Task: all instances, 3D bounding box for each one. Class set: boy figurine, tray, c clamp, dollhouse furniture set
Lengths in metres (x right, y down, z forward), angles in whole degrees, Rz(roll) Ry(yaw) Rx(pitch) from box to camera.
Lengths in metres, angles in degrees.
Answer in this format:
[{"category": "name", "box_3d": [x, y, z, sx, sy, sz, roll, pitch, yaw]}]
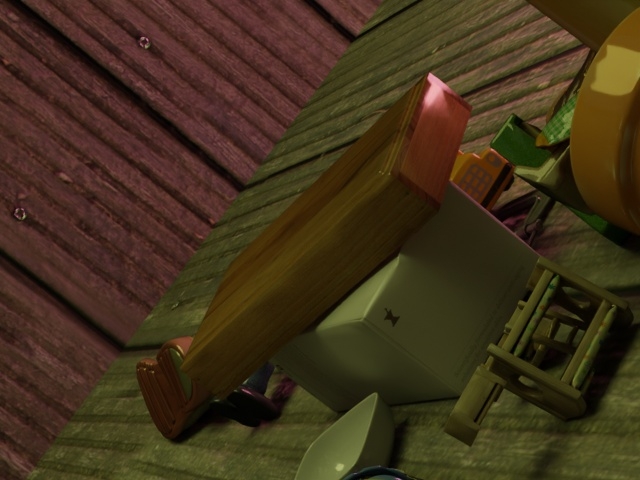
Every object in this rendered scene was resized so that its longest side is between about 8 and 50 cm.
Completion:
[{"category": "boy figurine", "box_3d": [-0.080, 0.127, 2.217, 0.177, 0.092, 0.285, -36, 30, 52]}, {"category": "tray", "box_3d": [0.000, 0.000, 1.741, 0.411, 0.076, 0.203, -42, 17, 38]}, {"category": "c clamp", "box_3d": [0.225, -0.013, 1.818, 0.137, 0.022, 0.160, -56, 14, -23]}, {"category": "dollhouse furniture set", "box_3d": [0.255, -0.134, 1.421, 0.197, 0.151, 0.301, -51, -24, 8]}, {"category": "dollhouse furniture set", "box_3d": [0.194, 0.141, 1.403, 0.182, 0.101, 0.161, -57, -11, -25]}]

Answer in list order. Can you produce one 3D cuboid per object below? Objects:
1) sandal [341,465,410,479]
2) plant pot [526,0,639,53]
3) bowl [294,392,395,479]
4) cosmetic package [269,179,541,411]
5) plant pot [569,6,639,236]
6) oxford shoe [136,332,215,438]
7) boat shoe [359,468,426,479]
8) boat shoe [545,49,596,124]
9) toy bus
[{"category": "sandal", "box_3d": [-0.008, 0.317, 1.460, 0.317, 0.126, 0.138, -35, 1, 23]}, {"category": "plant pot", "box_3d": [0.333, -0.305, 1.645, 0.254, 0.239, 0.254, -158, 90, -80]}, {"category": "bowl", "box_3d": [0.029, 0.251, 1.675, 0.142, 0.053, 0.142, -43, 15, 33]}, {"category": "cosmetic package", "box_3d": [0.077, 0.076, 1.777, 0.197, 0.155, 0.365, -56, 14, -19]}, {"category": "plant pot", "box_3d": [0.334, -0.076, 1.192, 0.205, 0.205, 0.188, -52, 40, -5]}, {"category": "oxford shoe", "box_3d": [-0.200, 0.228, 2.480, 0.146, 0.140, 0.397, -22, -5, -23]}, {"category": "boat shoe", "box_3d": [0.075, 0.252, 1.537, 0.046, 0.038, 0.125, -54, 13, -15]}, {"category": "boat shoe", "box_3d": [0.352, -0.204, 1.823, 0.207, 0.073, 0.073, -59, 15, -5]}, {"category": "toy bus", "box_3d": [0.131, -0.048, 1.962, 0.108, 0.130, 0.332, -55, 5, -17]}]
